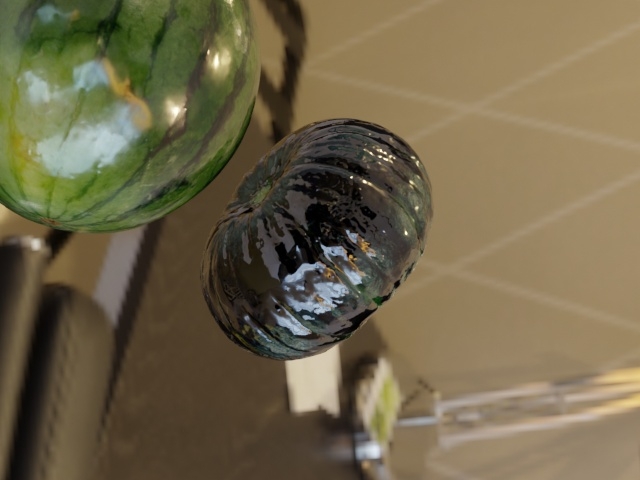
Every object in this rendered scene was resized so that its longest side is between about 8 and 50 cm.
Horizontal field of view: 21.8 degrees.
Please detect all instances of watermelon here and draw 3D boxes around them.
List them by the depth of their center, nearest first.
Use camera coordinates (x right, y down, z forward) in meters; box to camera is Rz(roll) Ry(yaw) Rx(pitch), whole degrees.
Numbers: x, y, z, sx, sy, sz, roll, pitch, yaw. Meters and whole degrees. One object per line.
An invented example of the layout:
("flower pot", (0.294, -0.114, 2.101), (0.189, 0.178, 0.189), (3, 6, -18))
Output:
("watermelon", (-0.123, -0.111, 0.951), (0.188, 0.188, 0.214), (35, 70, -61))

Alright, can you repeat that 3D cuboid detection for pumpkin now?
("pumpkin", (0.000, 0.000, 1.260), (0.140, 0.202, 0.202), (40, 40, -19))
